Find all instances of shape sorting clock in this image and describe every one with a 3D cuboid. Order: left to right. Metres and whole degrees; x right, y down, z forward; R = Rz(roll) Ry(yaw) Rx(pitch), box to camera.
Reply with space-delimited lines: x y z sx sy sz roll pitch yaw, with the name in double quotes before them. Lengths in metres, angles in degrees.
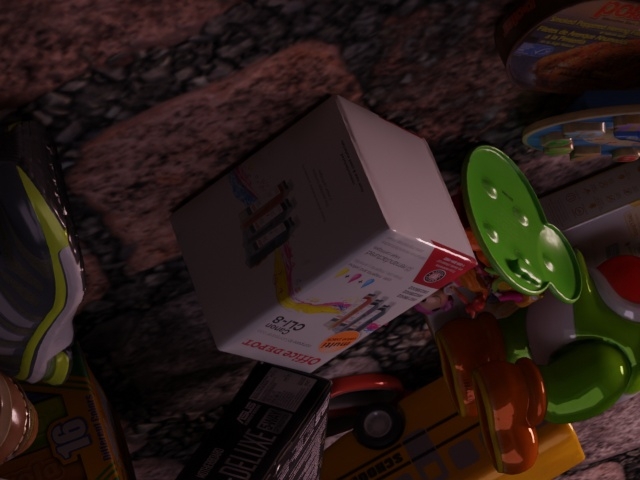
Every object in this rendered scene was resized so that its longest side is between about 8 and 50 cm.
"shape sorting clock" 0.263 -0.084 1.502 0.206 0.040 0.206 -2 169 0

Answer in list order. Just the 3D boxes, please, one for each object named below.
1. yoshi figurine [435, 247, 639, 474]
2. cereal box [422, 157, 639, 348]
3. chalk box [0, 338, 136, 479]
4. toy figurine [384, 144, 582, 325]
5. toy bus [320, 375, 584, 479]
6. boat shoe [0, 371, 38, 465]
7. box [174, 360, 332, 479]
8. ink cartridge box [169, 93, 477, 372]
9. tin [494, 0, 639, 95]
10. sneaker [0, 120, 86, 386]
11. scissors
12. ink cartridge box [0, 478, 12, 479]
"yoshi figurine" 0.300 0.102 1.696 0.362 0.204 0.203 -21 168 -7
"cereal box" 0.203 0.020 1.715 0.240 0.047 0.173 -23 152 2
"chalk box" -0.300 0.238 1.605 0.289 0.179 0.180 -20 152 -4
"toy figurine" 0.106 0.020 1.580 0.159 0.130 0.173 -24 137 31
"toy bus" 0.141 0.200 1.869 0.332 0.130 0.108 -30 150 0
"boat shoe" -0.361 0.143 1.401 0.307 0.111 0.104 1 166 12
"box" -0.082 0.286 1.664 0.076 0.307 0.242 15 120 14
"ink cartridge box" 0.000 0.000 1.452 0.176 0.127 0.128 -35 150 25
"tin" 0.214 -0.155 1.429 0.189 0.040 0.106 4 147 -39
"sneaker" -0.237 0.025 1.356 0.121 0.111 0.300 -8 148 -16
"scissors" 0.106 0.165 1.932 0.297 0.021 0.109 0 143 -33
"ink cartridge box" -0.201 0.320 1.477 0.238 0.060 0.275 11 119 -3
